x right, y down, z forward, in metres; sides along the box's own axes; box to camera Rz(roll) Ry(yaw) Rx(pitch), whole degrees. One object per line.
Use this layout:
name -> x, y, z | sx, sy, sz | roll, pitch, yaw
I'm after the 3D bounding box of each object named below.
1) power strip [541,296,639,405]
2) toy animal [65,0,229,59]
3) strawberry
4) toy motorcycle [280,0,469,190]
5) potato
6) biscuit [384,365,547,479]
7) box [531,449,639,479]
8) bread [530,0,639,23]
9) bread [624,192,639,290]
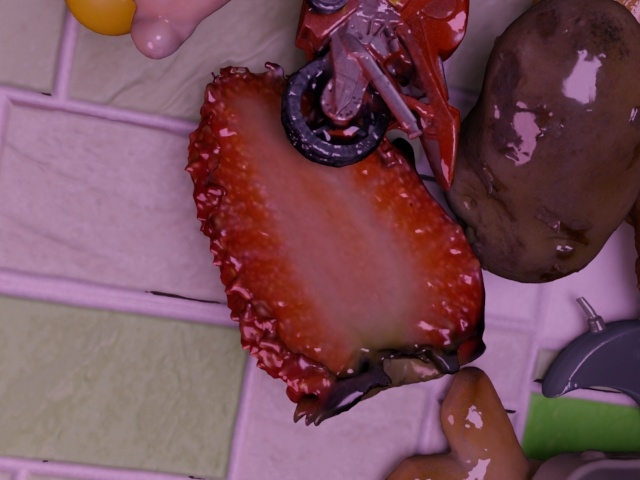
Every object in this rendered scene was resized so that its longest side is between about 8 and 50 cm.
power strip -> 0.303, 0.141, 1.123 | 0.216, 0.044, 0.137 | 44, 84, -15
toy animal -> -0.152, -0.289, 0.830 | 0.246, 0.345, 0.277 | 34, 121, -26
strawberry -> 0.000, 0.000, 1.004 | 0.233, 0.138, 0.306 | -18, 75, -31
toy motorcycle -> 0.059, -0.195, 0.975 | 0.171, 0.089, 0.298 | 13, 73, -15
potato -> 0.198, -0.082, 0.988 | 0.165, 0.165, 0.262 | 8, 129, -15
biscuit -> 0.172, 0.235, 1.098 | 0.208, 0.047, 0.164 | 36, 87, -16
box -> 0.359, 0.379, 1.085 | 0.367, 0.090, 0.373 | 3, 91, -18
bread -> 0.260, -0.231, 1.050 | 0.119, 0.084, 0.177 | 32, 88, -14
bread -> 0.402, 0.022, 1.039 | 0.194, 0.179, 0.340 | -19, 94, -25
